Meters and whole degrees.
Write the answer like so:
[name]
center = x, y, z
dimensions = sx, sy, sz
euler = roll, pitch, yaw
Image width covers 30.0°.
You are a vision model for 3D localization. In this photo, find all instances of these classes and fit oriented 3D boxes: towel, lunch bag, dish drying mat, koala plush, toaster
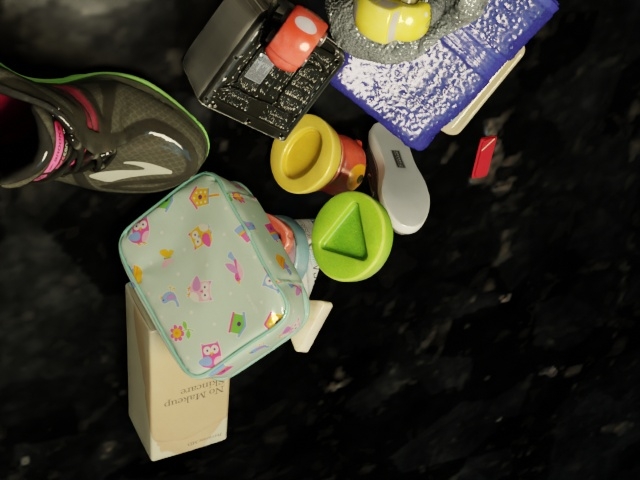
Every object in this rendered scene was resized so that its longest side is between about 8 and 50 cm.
[towel]
center = 0.167, -0.306, 1.750
dimensions = 0.228, 0.076, 0.308
euler = 38, 105, -20
[lunch bag]
center = -0.162, 0.054, 1.750
dimensions = 0.224, 0.279, 0.108
euler = -37, 160, 19
[dish drying mat]
center = 0.281, -0.142, 2.046
dimensions = 0.032, 0.008, 0.083
euler = -13, 134, -24
[koala plush]
center = 0.096, -0.345, 1.539
dimensions = 0.203, 0.196, 0.221
euler = -42, 168, -7
[toaster]
center = -0.075, -0.251, 1.644
dimensions = 0.168, 0.110, 0.185
euler = 20, 115, -43

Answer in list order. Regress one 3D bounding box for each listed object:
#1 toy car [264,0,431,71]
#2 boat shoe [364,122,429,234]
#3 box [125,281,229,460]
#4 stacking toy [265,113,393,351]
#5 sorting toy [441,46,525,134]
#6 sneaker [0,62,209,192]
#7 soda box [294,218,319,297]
[toy car]
center = -0.007, -0.311, 1.451
dimensions = 0.239, 0.053, 0.225
euler = -9, 125, 31
[boat shoe]
center = 0.107, -0.084, 1.836
dimensions = 0.080, 0.228, 0.076
euler = 3, 136, -20
[box]
center = -0.233, 0.203, 1.956
dimensions = 0.148, 0.121, 0.311
euler = -15, 135, -21
[stacking toy]
center = 0.000, 0.000, 1.813
dimensions = 0.130, 0.279, 0.309
euler = 12, 121, -52
[sorting toy]
center = 0.204, -0.266, 1.861
dimensions = 0.208, 0.038, 0.193
euler = 21, 115, -43
[sneaker]
center = -0.352, -0.127, 1.515
dimensions = 0.483, 0.202, 0.185
euler = 10, 123, -38
[soda box]
center = -0.046, 0.053, 1.983
dimensions = 0.063, 0.058, 0.183
euler = -3, 130, -30
